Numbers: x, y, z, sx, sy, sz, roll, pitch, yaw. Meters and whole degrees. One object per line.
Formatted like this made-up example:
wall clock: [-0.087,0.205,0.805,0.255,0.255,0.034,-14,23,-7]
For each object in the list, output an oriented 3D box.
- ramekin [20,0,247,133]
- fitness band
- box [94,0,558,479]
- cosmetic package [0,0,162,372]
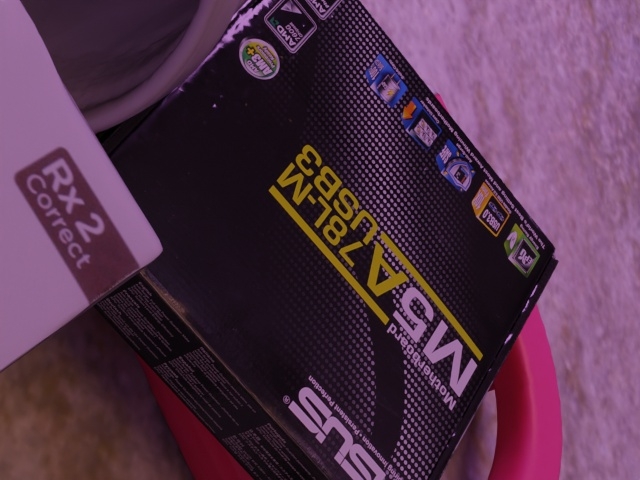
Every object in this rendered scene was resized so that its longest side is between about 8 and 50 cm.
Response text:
ramekin: [-0.098,-0.148,0.486,0.207,0.207,0.109,56,36,-11]
fitness band: [0.010,0.028,0.621,0.209,0.054,0.291,-26,91,-47]
box: [0.000,0.000,0.560,0.191,0.045,0.184,50,46,-14]
cosmetic package: [-0.175,-0.001,0.356,0.151,0.183,0.151,-41,102,-45]
